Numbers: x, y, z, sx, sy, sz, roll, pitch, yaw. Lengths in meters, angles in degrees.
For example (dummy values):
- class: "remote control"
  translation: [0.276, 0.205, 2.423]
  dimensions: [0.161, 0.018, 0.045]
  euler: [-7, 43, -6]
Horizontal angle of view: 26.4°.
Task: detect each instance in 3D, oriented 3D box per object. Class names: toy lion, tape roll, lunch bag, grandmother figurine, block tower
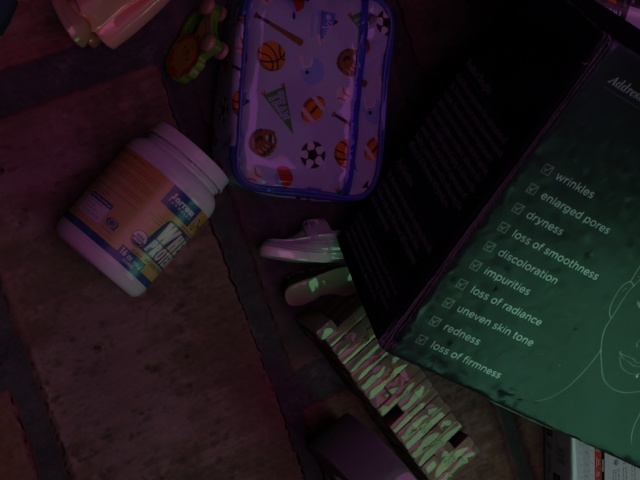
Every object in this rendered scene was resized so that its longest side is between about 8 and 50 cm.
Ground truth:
- class: "toy lion"
  translation: [-0.167, -0.259, 1.803]
  dimensions: [0.034, 0.096, 0.100]
  euler: [28, 47, -43]
- class: "tape roll"
  translation: [0.081, 0.347, 1.919]
  dimensions: [0.072, 0.219, 0.219]
  euler: [-40, 110, -11]
- class: "lunch bag"
  translation: [-0.016, -0.206, 1.841]
  dimensions: [0.243, 0.115, 0.303]
  euler: [6, 91, -22]
- class: "grandmother figurine"
  translation: [-0.166, -0.363, 1.715]
  dimensions: [0.342, 0.208, 0.104]
  euler: [-31, 103, 8]
- class: "block tower"
  translation: [0.104, 0.216, 1.978]
  dimensions: [0.097, 0.091, 0.335]
  euler: [-42, 111, -11]

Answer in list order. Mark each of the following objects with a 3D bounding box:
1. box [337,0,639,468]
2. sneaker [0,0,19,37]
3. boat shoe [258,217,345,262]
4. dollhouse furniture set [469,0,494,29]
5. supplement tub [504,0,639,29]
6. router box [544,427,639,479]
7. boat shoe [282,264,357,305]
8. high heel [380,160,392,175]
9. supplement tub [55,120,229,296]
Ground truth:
- class: "box"
  translation: [0.362, -0.021, 1.805]
  dimensions: [0.480, 0.297, 0.471]
  euler: [27, 112, -25]
- class: "sneaker"
  translation: [-0.510, -0.298, 1.647]
  dimensions: [0.282, 0.099, 0.153]
  euler: [19, 89, -26]
- class: "boat shoe"
  translation: [0.000, 0.000, 1.918]
  dimensions: [0.184, 0.066, 0.063]
  euler: [1, 88, -21]
- class: "dollhouse furniture set"
  translation: [0.360, -0.353, 1.989]
  dimensions: [0.262, 0.135, 0.259]
  euler: [-34, 98, -14]
- class: "supplement tub"
  translation: [0.353, -0.328, 1.860]
  dimensions: [0.198, 0.106, 0.106]
  euler: [12, 94, -16]
- class: "router box"
  translation: [0.505, 0.374, 2.166]
  dimensions: [0.301, 0.082, 0.335]
  euler: [-6, 101, -21]
- class: "boat shoe"
  translation: [0.010, 0.055, 1.927]
  dimensions: [0.133, 0.042, 0.048]
  euler: [-14, 120, -4]
- class: "high heel"
  translation: [0.186, -0.016, 1.971]
  dimensions: [0.261, 0.093, 0.186]
  euler: [10, 93, -29]
- class: "supplement tub"
  translation: [-0.229, -0.042, 1.774]
  dimensions: [0.144, 0.144, 0.199]
  euler: [43, 82, -22]
